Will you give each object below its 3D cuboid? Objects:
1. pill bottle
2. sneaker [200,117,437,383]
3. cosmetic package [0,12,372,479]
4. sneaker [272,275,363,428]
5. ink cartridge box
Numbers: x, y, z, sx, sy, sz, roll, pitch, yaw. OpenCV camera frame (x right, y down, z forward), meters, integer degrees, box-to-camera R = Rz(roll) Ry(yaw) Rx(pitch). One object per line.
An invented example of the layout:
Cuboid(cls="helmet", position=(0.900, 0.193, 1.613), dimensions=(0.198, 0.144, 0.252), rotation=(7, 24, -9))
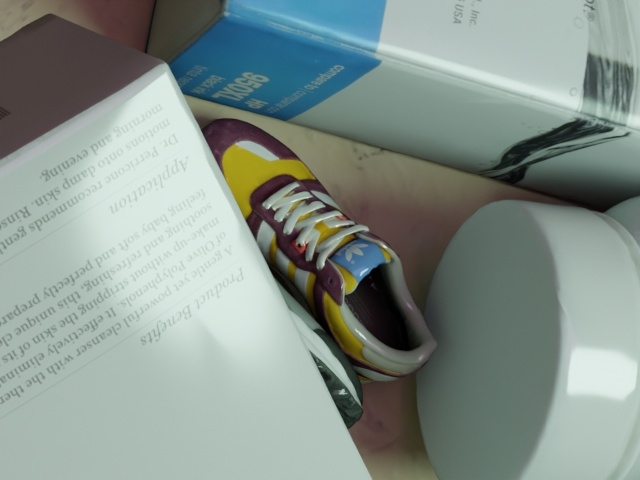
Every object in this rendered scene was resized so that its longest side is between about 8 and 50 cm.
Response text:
Cuboid(cls="pill bottle", position=(0.253, 0.082, 0.958), dimensions=(0.361, 0.204, 0.204), rotation=(8, 77, -21))
Cuboid(cls="sneaker", position=(0.000, 0.000, 0.930), dimensions=(0.069, 0.084, 0.185), rotation=(-44, 99, -24))
Cuboid(cls="cosmetic package", position=(-0.098, 0.107, 0.749), dimensions=(0.197, 0.155, 0.365), rotation=(-32, 118, -17))
Cuboid(cls="sneaker", position=(-0.073, 0.012, 0.892), dimensions=(0.271, 0.100, 0.108), rotation=(43, 38, -18))
Cuboid(cls="ink cartridge box", position=(0.123, -0.191, 0.974), dimensions=(0.395, 0.166, 0.285), rotation=(14, 75, -19))
